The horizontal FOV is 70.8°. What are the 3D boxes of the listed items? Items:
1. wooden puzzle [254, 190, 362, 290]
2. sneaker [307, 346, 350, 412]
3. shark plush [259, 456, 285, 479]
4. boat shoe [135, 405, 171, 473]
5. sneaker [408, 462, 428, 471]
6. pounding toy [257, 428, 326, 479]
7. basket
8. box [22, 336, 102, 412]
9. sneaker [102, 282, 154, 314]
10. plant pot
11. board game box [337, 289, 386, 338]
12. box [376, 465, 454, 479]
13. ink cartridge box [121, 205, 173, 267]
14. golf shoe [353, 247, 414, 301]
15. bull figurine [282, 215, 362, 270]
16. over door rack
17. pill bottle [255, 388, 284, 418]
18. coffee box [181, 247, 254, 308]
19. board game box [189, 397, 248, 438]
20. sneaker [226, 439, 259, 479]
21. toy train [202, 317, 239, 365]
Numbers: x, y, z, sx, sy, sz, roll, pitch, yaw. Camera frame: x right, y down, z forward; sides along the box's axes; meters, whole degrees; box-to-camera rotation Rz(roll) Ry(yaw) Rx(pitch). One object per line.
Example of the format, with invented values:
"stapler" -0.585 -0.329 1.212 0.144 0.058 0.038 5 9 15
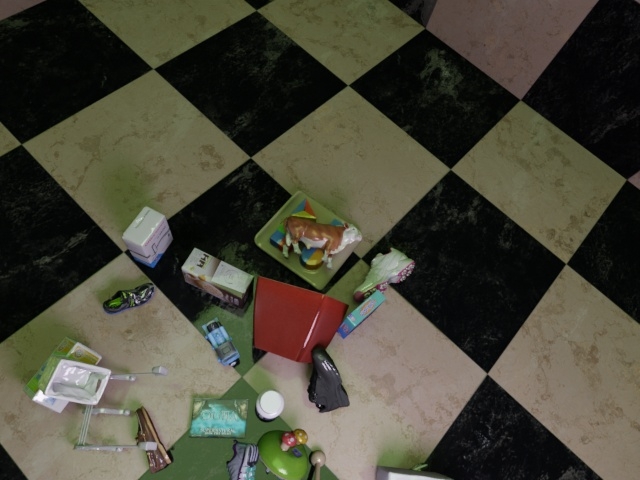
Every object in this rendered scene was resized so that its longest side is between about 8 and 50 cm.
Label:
"wooden puzzle" -0.043 -0.017 1.842 0.347 0.080 0.322 36 65 8
"sneaker" 0.010 0.488 1.530 0.130 0.286 0.109 -23 28 -9
"shark plush" -0.157 0.751 1.500 0.067 0.073 0.161 -32 95 -1
"boat shoe" -0.560 0.644 1.456 0.073 0.073 0.207 -26 72 -21
"sneaker" 0.337 0.799 1.556 0.083 0.031 0.035 -20 79 -10
"pounding toy" -0.075 0.672 1.449 0.236 0.183 0.110 32 101 -2
"basket" -0.762 0.427 1.389 0.103 0.167 0.113 3 67 42
"box" -0.838 0.432 1.467 0.114 0.103 0.203 4 54 44
"sneaker" -0.694 0.209 1.632 0.188 0.078 0.067 -24 72 -19
"plant pot" -0.087 0.288 1.578 0.267 0.267 0.236 13 81 23
"board game box" 0.147 0.277 1.664 0.160 0.210 0.047 -37 76 -22
"box" 0.284 0.911 1.401 0.214 0.168 0.345 9 70 -4
"ink cartridge box" -0.637 -0.010 1.673 0.085 0.203 0.148 26 64 3
"golf shoe" 0.234 0.137 1.811 0.306 0.115 0.140 -29 62 -27
"bull figurine" 0.000 0.000 1.741 0.310 0.101 0.189 13 64 1
"over door rack" -0.617 0.540 1.427 0.324 0.108 0.240 -12 62 23
"pill bottle" -0.170 0.549 1.509 0.094 0.169 0.094 4 65 -8
"coffee box" -0.379 0.144 1.679 0.246 0.141 0.098 25 64 4
"board game box" -0.344 0.605 1.534 0.186 0.026 0.126 4 65 -7
"sneaker" -0.269 0.770 1.459 0.098 0.083 0.224 3 69 30
"toy train" -0.354 0.360 1.602 0.080 0.105 0.184 -28 73 -20
